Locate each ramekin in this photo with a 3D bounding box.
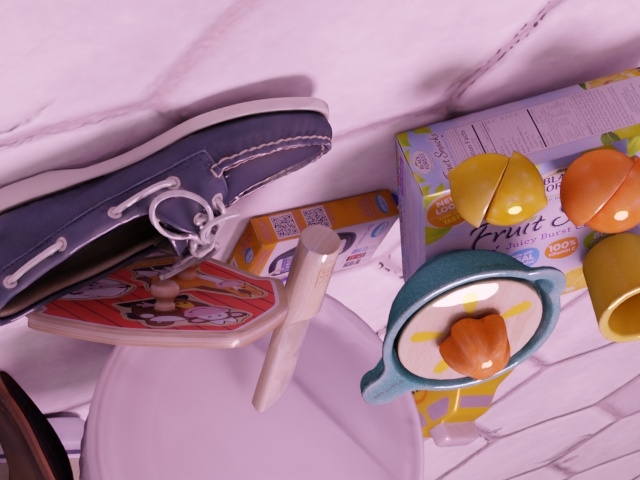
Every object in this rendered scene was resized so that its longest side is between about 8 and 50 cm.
[{"bbox_3d":[-0.064,0.170,1.355,0.273,0.273,0.127,-12,167,-27],"label":"ramekin"}]

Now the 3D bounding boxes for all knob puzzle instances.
[{"bbox_3d":[-0.106,0.033,1.153,0.213,0.030,0.213,3,-166,-1],"label":"knob puzzle"}]

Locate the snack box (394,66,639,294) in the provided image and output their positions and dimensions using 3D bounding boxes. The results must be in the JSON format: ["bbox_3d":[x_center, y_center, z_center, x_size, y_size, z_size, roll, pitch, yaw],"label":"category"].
[{"bbox_3d":[0.164,-0.029,1.293,0.207,0.070,0.174,-17,142,-9],"label":"snack box"}]

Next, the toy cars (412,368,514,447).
[{"bbox_3d":[0.029,0.204,1.754,0.393,0.087,0.176,-20,158,-9],"label":"toy cars"}]

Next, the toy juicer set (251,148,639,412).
[{"bbox_3d":[0.100,0.037,1.214,0.329,0.089,0.209,-17,142,-4],"label":"toy juicer set"}]

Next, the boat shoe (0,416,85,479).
[{"bbox_3d":[-0.307,0.212,1.413,0.302,0.094,0.109,-7,153,-37],"label":"boat shoe"}]

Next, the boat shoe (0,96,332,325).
[{"bbox_3d":[-0.104,-0.020,1.094,0.254,0.079,0.095,-19,159,-11],"label":"boat shoe"}]

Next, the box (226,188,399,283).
[{"bbox_3d":[0.000,0.000,1.322,0.136,0.028,0.081,-11,155,-25],"label":"box"}]

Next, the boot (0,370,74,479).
[{"bbox_3d":[-0.239,0.217,1.352,0.106,0.219,0.082,-24,-170,2],"label":"boot"}]
